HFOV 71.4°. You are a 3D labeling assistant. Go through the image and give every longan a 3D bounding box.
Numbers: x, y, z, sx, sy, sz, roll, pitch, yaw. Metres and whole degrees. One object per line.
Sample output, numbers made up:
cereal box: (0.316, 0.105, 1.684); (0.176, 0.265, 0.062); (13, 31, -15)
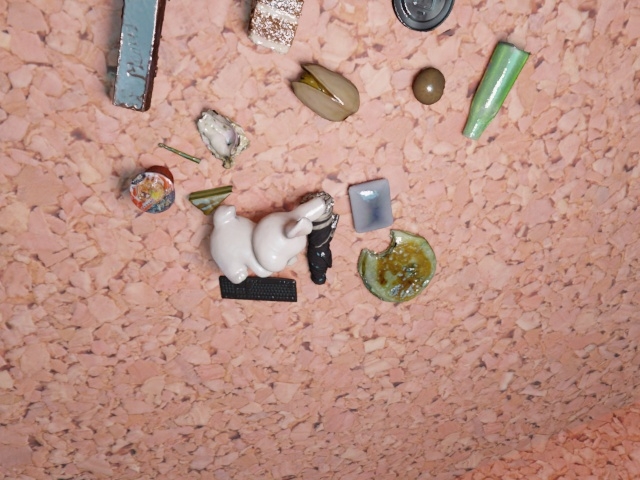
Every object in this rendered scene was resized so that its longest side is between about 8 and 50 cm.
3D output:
longan: (0.332, -0.466, 1.349); (0.113, 0.092, 0.113); (-5, 101, -29)

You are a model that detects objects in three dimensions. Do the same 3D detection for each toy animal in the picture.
toy animal: (-0.161, -0.023, 1.355); (0.367, 0.196, 0.241); (-12, 119, 25)

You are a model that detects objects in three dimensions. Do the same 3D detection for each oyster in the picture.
oyster: (-0.287, -0.302, 1.326); (0.163, 0.081, 0.191); (21, 128, 5)

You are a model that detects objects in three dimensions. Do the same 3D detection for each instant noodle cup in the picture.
instant noodle cup: (-0.484, -0.161, 1.310); (0.127, 0.135, 0.127); (-5, 117, -10)

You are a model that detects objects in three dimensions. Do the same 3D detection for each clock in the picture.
clock: (0.289, -0.689, 1.257); (0.184, 0.040, 0.184); (-5, 116, -9)

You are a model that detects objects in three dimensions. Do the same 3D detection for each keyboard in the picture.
keyboard: (-0.164, 0.169, 1.551); (0.381, 0.041, 0.103); (-1, 117, 2)

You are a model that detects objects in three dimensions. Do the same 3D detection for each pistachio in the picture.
pistachio: (0.017, -0.425, 1.285); (0.206, 0.131, 0.129); (26, 100, -17)

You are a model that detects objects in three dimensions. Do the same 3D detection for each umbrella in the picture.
umbrella: (-0.004, -0.003, 1.511); (0.113, 0.106, 0.357); (13, 129, 19)

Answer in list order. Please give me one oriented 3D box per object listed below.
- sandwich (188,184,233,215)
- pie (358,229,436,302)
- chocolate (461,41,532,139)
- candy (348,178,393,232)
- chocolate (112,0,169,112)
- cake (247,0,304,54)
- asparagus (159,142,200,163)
sandwich: (-0.338, -0.147, 1.381); (0.116, 0.074, 0.074); (-40, 117, 9)
pie: (0.286, 0.100, 1.632); (0.302, 0.067, 0.302); (-4, 117, -9)
chocolate: (0.533, -0.457, 1.391); (0.110, 0.110, 0.291); (14, 115, -17)
candy: (0.171, -0.115, 1.499); (0.138, 0.071, 0.174); (-13, 116, -4)
chocolate: (-0.476, -0.501, 1.159); (0.112, 0.112, 0.321); (11, 113, -19)
cake: (-0.127, -0.585, 1.177); (0.134, 0.135, 0.147); (16, 117, -19)
asparagus: (-0.423, -0.262, 1.340); (0.127, 0.018, 0.015); (21, 75, -20)
